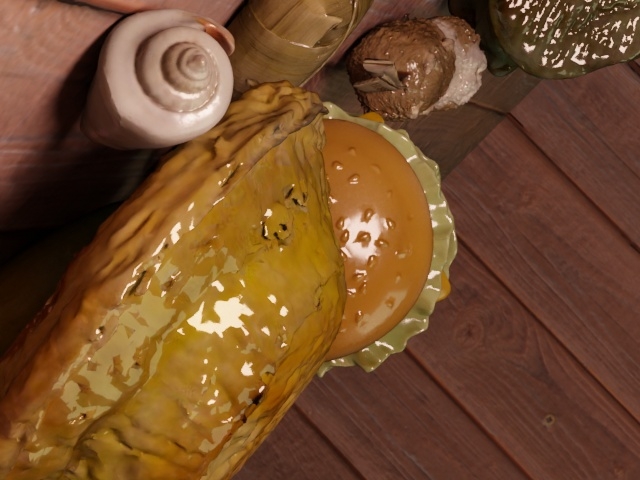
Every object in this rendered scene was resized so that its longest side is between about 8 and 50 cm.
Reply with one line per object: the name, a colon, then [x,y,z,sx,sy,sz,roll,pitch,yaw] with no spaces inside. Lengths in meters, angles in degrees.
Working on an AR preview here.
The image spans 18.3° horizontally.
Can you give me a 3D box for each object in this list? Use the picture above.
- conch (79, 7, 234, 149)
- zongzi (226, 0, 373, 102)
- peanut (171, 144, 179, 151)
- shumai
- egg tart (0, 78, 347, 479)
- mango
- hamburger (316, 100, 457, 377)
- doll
conch: [-0.115,-0.105,1.399,0.176,0.094,0.104,130,-32,-68]
zongzi: [-0.020,-0.172,1.635,0.160,0.078,0.176,-43,178,30]
peanut: [-0.109,-0.041,1.816,0.089,0.089,0.193,-43,173,-13]
shumai: [0.278,-0.295,2.193,0.271,0.222,0.203,-25,-172,-3]
egg tart: [-0.104,0.080,1.511,0.443,0.178,0.443,-51,175,-6]
mango: [-0.219,0.044,1.685,0.137,0.091,0.237,-42,176,38]
hamburger: [0.000,0.000,1.970,0.274,0.274,0.212,-45,176,5]
doll: [0.088,-0.173,2.058,0.221,0.115,0.105,-31,147,-55]
